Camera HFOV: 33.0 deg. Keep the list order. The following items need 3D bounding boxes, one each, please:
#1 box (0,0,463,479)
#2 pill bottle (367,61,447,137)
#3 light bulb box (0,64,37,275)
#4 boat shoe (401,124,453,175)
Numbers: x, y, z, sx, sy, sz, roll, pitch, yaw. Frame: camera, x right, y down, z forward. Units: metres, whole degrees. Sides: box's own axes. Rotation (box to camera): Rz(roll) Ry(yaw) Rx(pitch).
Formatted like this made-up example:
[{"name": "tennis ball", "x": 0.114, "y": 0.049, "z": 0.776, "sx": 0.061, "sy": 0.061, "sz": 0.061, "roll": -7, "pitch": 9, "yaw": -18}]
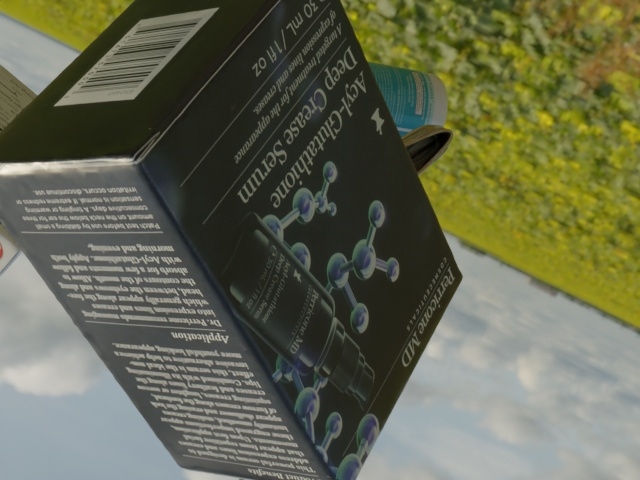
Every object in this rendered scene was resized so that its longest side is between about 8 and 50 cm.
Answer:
[{"name": "box", "x": -0.070, "y": -0.008, "z": 0.999, "sx": 0.212, "sy": 0.293, "sz": 0.395, "roll": 1, "pitch": 133, "yaw": 36}, {"name": "pill bottle", "x": 0.077, "y": -0.239, "z": 1.883, "sx": 0.264, "sy": 0.146, "sz": 0.146, "roll": 7, "pitch": -170, "yaw": -22}, {"name": "light bulb box", "x": -0.684, "y": -0.139, "z": 2.105, "sx": 0.358, "sy": 0.225, "sz": 0.361, "roll": 40, "pitch": -142, "yaw": -12}, {"name": "boat shoe", "x": 0.093, "y": -0.091, "z": 1.397, "sx": 0.068, "sy": 0.190, "sz": 0.072, "roll": 51, "pitch": 165, "yaw": -12}]
